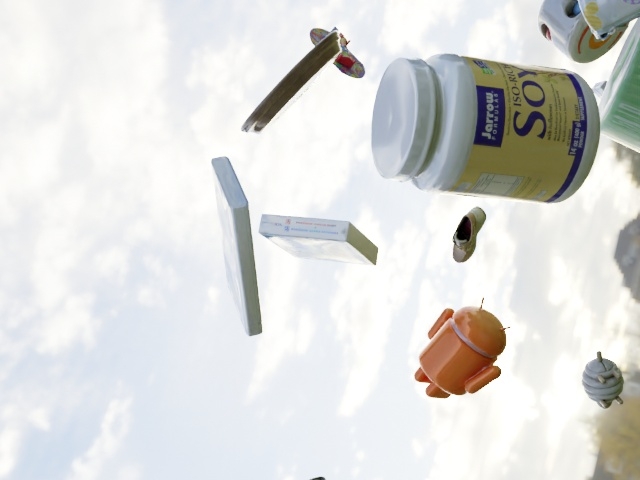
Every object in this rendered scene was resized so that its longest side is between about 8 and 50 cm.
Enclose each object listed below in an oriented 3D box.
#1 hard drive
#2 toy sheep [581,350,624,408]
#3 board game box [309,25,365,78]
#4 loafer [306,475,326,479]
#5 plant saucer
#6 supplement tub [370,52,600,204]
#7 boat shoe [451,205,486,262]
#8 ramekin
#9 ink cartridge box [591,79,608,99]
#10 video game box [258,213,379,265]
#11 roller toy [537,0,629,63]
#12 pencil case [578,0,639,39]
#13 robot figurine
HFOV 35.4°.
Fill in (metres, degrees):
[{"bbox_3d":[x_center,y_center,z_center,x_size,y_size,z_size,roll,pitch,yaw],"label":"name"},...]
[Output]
[{"bbox_3d":[-0.192,0.013,2.309,0.233,0.047,0.353,-118,19,-53],"label":"hard drive"},{"bbox_3d":[0.564,0.279,2.007,0.091,0.091,0.132,-43,-48,-53],"label":"toy sheep"},{"bbox_3d":[0.049,-0.457,2.389,0.033,0.168,0.133,-47,-4,30],"label":"board game box"},{"bbox_3d":[-0.057,0.566,2.087,0.319,0.112,0.111,-3,-71,-75],"label":"loafer"},{"bbox_3d":[-0.052,-0.308,2.009,0.278,0.041,0.278,-45,4,5],"label":"plant saucer"},{"bbox_3d":[0.275,-0.190,1.708,0.241,0.331,0.241,-176,90,-71],"label":"supplement tub"},{"bbox_3d":[0.277,-0.008,1.946,0.045,0.050,0.135,-21,-41,-36],"label":"boat shoe"},{"bbox_3d":[0.671,-0.321,2.019,0.303,0.148,0.303,22,-90,-84],"label":"ramekin"},{"bbox_3d":[0.787,-0.418,2.801,0.028,0.048,0.083,-49,8,-3],"label":"ink cartridge box"},{"bbox_3d":[0.000,0.000,2.003,0.205,0.187,0.048,38,-123,-66],"label":"video game box"},{"bbox_3d":[0.613,-0.511,2.319,0.191,0.146,0.209,-15,-39,-30],"label":"roller toy"},{"bbox_3d":[0.583,-0.455,1.743,0.113,0.273,0.124,40,-142,-38],"label":"pencil case"},{"bbox_3d":[0.283,0.220,1.992,0.219,0.128,0.158,-53,12,20],"label":"robot figurine"}]
